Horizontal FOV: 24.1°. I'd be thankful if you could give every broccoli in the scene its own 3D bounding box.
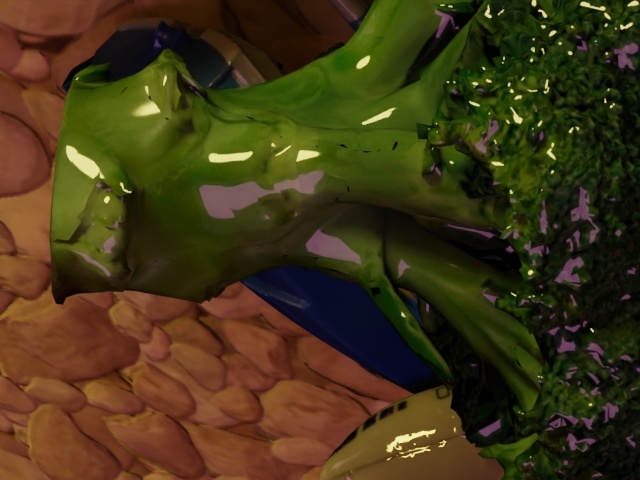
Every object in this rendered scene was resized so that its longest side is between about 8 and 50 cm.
[{"bbox_3d":[0.048,-0.042,0.589,0.297,0.297,0.297,2,136,-7],"label":"broccoli"}]

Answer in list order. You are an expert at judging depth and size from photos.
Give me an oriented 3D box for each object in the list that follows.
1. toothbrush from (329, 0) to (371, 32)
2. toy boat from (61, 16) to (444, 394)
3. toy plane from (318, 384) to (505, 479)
[{"bbox_3d":[0.032,-0.097,0.733,0.025,0.019,0.275,-27,120,28],"label":"toothbrush"},{"bbox_3d":[0.000,0.000,0.788,0.295,0.088,0.129,49,166,-32],"label":"toy boat"},{"bbox_3d":[0.126,0.096,0.777,0.256,0.104,0.242,-26,158,-3],"label":"toy plane"}]
